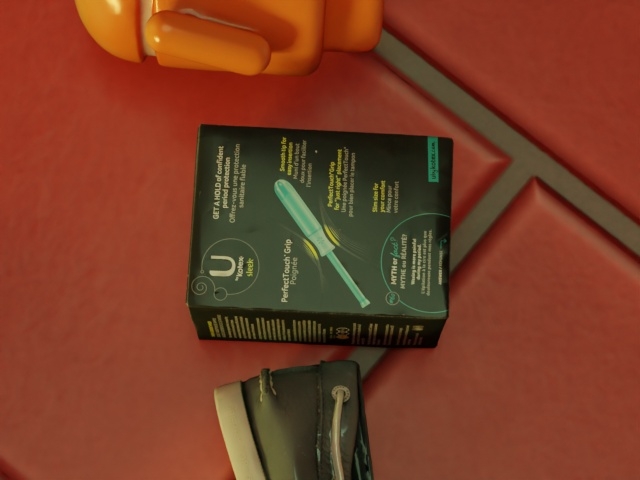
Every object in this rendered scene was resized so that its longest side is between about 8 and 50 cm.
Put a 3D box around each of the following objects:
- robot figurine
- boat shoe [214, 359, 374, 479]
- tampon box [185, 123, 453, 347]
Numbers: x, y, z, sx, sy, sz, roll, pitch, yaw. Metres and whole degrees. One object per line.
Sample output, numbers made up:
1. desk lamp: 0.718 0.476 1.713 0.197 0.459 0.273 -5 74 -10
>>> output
1. robot figurine: -0.067 -0.174 1.080 0.219 0.128 0.158 4 76 0
2. boat shoe: 0.029 0.220 0.988 0.099 0.116 0.319 -20 72 -2
3. tampon box: 0.000 0.000 1.050 0.161 0.101 0.120 3 75 0
